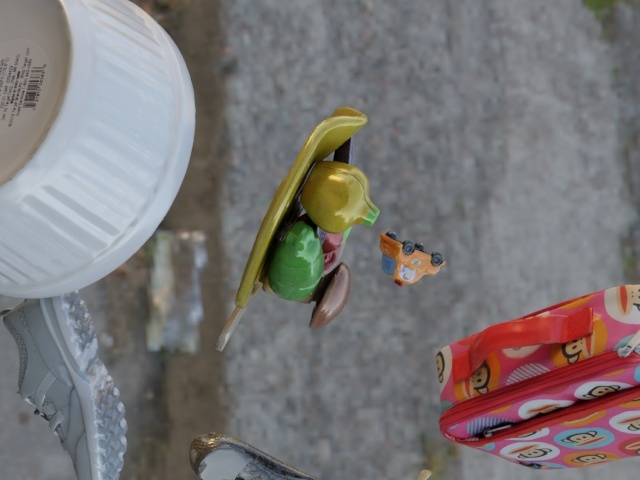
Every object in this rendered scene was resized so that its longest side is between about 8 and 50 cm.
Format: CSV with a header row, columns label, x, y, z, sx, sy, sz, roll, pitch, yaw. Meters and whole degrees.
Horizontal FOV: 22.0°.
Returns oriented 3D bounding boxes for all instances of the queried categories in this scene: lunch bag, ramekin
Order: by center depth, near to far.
label,x,y,z,sx,sy,sz,roll,pitch,yaw
ramekin,-0.192,-0.077,1.015,0.109,0.207,0.207,37,52,-59
lunch bag,0.267,0.138,1.686,0.258,0.293,0.120,25,54,-39

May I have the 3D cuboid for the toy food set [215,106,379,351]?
label,x,y,z,sx,sy,sz,roll,pitch,yaw
toy food set,0.000,0.000,1.135,0.128,0.071,0.218,-61,177,-32

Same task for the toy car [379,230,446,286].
label,x,y,z,sx,sy,sz,roll,pitch,yaw
toy car,0.046,0.006,1.408,0.060,0.122,0.040,19,96,-50

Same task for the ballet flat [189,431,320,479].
label,x,y,z,sx,sy,sz,roll,pitch,yaw
ballet flat,-0.065,0.285,1.919,0.250,0.058,0.084,35,97,-39

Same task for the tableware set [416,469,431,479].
label,x,y,z,sx,sy,sz,roll,pitch,yaw
tableware set,0.134,0.309,1.721,0.194,0.128,0.039,-38,136,-62

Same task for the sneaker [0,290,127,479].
label,x,y,z,sx,sy,sz,roll,pitch,yaw
sneaker,-0.332,0.198,2.127,0.105,0.115,0.281,-14,88,-75
